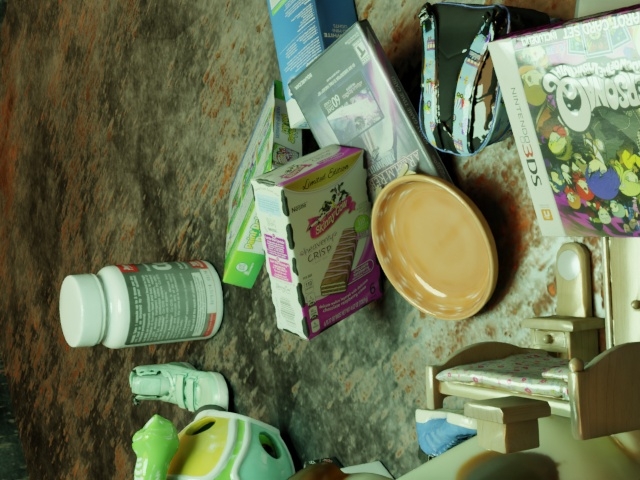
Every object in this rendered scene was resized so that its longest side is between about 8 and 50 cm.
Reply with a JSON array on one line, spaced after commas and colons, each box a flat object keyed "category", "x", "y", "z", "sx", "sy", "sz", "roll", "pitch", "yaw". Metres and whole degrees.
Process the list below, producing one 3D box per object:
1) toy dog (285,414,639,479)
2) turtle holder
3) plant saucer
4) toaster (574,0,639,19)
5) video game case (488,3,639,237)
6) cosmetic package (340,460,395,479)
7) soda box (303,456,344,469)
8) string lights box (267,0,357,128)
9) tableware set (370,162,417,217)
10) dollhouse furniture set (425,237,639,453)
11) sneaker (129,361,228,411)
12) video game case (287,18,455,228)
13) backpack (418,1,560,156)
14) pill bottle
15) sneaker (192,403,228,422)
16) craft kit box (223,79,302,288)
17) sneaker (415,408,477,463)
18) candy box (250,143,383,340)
[{"category": "toy dog", "x": 0.140, "y": 0.332, "z": 0.951, "sx": 0.395, "sy": 0.408, "sz": 0.284, "roll": -59, "pitch": 46, "yaw": 43}, {"category": "turtle holder", "x": -0.188, "y": 0.404, "z": 1.584, "sx": 0.243, "sy": 0.320, "sz": 0.227, "roll": -31, "pitch": 41, "yaw": 63}, {"category": "plant saucer", "x": 0.150, "y": 0.006, "z": 1.211, "sx": 0.200, "sy": 0.037, "sz": 0.200, "roll": 26, "pitch": 129, "yaw": 38}, {"category": "toaster", "x": 0.328, "y": -0.224, "z": 0.875, "sx": 0.146, "sy": 0.129, "sz": 0.227, "roll": 22, "pitch": 112, "yaw": 51}, {"category": "video game case", "x": 0.272, "y": -0.104, "z": 0.858, "sx": 0.232, "sy": 0.042, "sz": 0.210, "roll": 3, "pitch": 116, "yaw": 55}, {"category": "cosmetic package", "x": 0.098, "y": 0.433, "z": 1.333, "sx": 0.231, "sy": 0.085, "sz": 0.117, "roll": 41, "pitch": 126, "yaw": 47}, {"category": "soda box", "x": -0.005, "y": 0.435, "z": 1.519, "sx": 0.053, "sy": 0.060, "sz": 0.169, "roll": 38, "pitch": 124, "yaw": 49}, {"category": "string lights box", "x": -0.008, "y": -0.316, "z": 1.450, "sx": 0.133, "sy": 0.077, "sz": 0.260, "roll": -28, "pitch": 69, "yaw": 55}, {"category": "tableware set", "x": 0.132, "y": -0.020, "z": 1.263, "sx": 0.169, "sy": 0.020, "sz": 0.141, "roll": 52, "pitch": 144, "yaw": 15}, {"category": "dollhouse furniture set", "x": 0.201, "y": 0.066, "z": 0.884, "sx": 0.303, "sy": 0.355, "sz": 0.174, "roll": -4, "pitch": 88, "yaw": 59}, {"category": "sneaker", "x": -0.291, "y": 0.305, "z": 1.881, "sx": 0.256, "sy": 0.151, "sz": 0.094, "roll": 8, "pitch": 97, "yaw": 56}, {"category": "video game case", "x": 0.069, "y": -0.140, "z": 1.307, "sx": 0.196, "sy": 0.026, "sz": 0.274, "roll": -30, "pitch": 86, "yaw": 55}, {"category": "backpack", "x": 0.190, "y": -0.187, "z": 1.105, "sx": 0.158, "sy": 0.117, "sz": 0.173, "roll": 23, "pitch": 111, "yaw": 55}, {"category": "pill bottle", "x": -0.348, "y": 0.124, "z": 1.832, "sx": 0.161, "sy": 0.283, "sz": 0.161, "roll": 7, "pitch": 98, "yaw": 57}, {"category": "sneaker", "x": -0.199, "y": 0.453, "z": 1.755, "sx": 0.145, "sy": 0.090, "sz": 0.270, "roll": -95, "pitch": 6, "yaw": -74}, {"category": "craft kit box", "x": -0.095, "y": -0.093, "z": 1.543, "sx": 0.246, "sy": 0.061, "sz": 0.250, "roll": -87, "pitch": 19, "yaw": -48}, {"category": "sneaker", "x": 0.173, "y": 0.263, "z": 1.220, "sx": 0.152, "sy": 0.058, "sz": 0.084, "roll": -15, "pitch": 74, "yaw": 62}, {"category": "candy box", "x": 0.000, "y": 0.000, "z": 1.324, "sx": 0.071, "sy": 0.159, "sz": 0.233, "roll": 15, "pitch": 123, "yaw": 45}]
